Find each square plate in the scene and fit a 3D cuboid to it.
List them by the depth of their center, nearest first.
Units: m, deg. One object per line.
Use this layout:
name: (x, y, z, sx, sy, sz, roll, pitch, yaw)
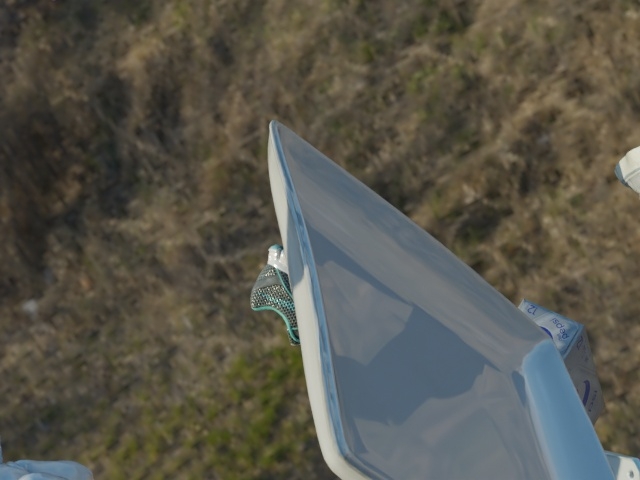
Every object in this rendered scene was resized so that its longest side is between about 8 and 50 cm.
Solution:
square plate: (0.093, 0.110, 0.982, 0.049, 0.347, 0.344, -41, 33, 20)

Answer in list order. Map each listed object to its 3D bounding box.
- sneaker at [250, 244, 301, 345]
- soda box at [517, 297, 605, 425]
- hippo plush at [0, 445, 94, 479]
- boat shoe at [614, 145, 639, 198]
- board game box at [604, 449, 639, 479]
sneaker: (0.003, 0.077, 1.360, 0.076, 0.166, 0.065, -54, -8, 4)
soda box: (0.327, 0.197, 1.981, 0.098, 0.286, 0.091, 25, 71, 27)
hippo plush: (-0.343, 0.349, 1.774, 0.234, 0.294, 0.236, -15, 4, -39)
boat shoe: (0.343, -0.056, 1.393, 0.079, 0.081, 0.227, -24, -7, 9)
board game box: (0.332, 0.450, 1.845, 0.050, 0.390, 0.390, -5, 2, -23)
